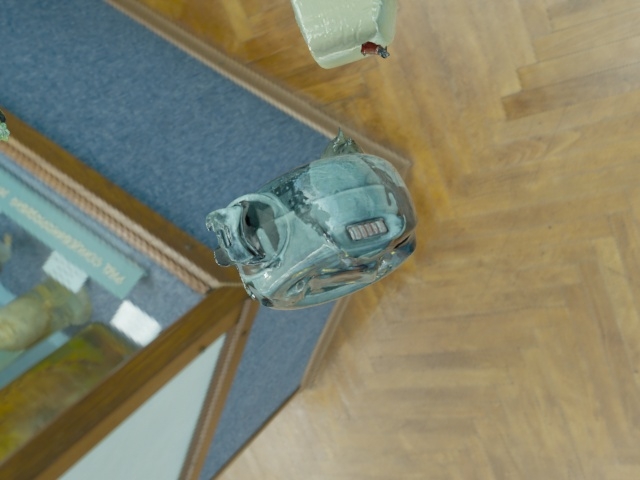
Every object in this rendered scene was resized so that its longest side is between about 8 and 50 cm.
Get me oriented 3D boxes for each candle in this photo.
[{"bbox_3d":[0.094,-0.331,1.494,0.021,0.167,0.026,33,97,-16],"label":"candle"}]

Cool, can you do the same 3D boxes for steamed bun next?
[{"bbox_3d":[0.055,-0.465,1.683,0.199,0.154,0.250,-17,79,23],"label":"steamed bun"}]

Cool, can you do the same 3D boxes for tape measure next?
[{"bbox_3d":[0.000,0.000,1.178,0.256,0.274,0.147,82,168,-72],"label":"tape measure"}]

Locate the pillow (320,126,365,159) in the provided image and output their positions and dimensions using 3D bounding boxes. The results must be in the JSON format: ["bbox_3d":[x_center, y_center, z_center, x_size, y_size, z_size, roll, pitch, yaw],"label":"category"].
[{"bbox_3d":[0.034,-0.140,1.522,0.241,0.051,0.093,140,117,-76],"label":"pillow"}]

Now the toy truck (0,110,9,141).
[{"bbox_3d":[-0.685,-0.283,1.676,0.135,0.128,0.260,12,136,33],"label":"toy truck"}]
